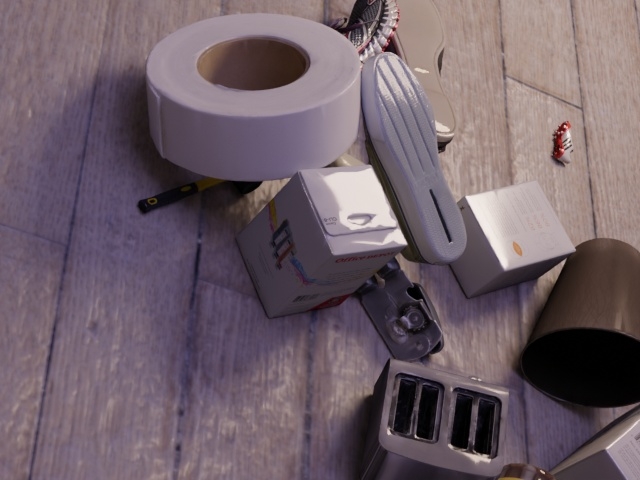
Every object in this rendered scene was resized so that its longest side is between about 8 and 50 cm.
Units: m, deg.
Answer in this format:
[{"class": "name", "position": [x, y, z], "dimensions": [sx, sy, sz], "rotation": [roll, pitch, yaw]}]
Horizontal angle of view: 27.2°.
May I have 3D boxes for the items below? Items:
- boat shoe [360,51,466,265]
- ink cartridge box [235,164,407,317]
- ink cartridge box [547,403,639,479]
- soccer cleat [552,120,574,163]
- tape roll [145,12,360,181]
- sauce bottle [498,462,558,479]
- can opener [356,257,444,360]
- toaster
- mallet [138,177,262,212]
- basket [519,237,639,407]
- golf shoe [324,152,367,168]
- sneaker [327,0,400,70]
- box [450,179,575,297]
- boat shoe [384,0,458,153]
[{"class": "boat shoe", "position": [0.106, -0.104, 1.810], "dimensions": [0.109, 0.094, 0.302], "rotation": [-22, 97, -41]}, {"class": "ink cartridge box", "position": [0.000, 0.000, 1.722], "dimensions": [0.128, 0.176, 0.127], "rotation": [-7, 66, -39]}, {"class": "ink cartridge box", "position": [0.441, 0.334, 1.816], "dimensions": [0.232, 0.168, 0.171], "rotation": [-26, 78, -43]}, {"class": "soccer cleat", "position": [0.412, -0.165, 2.231], "dimensions": [0.035, 0.029, 0.083], "rotation": [34, 50, -24]}, {"class": "tape roll", "position": [-0.089, -0.193, 1.745], "dimensions": [0.286, 0.100, 0.286], "rotation": [0, 37, 0]}, {"class": "sauce bottle", "position": [0.203, 0.424, 1.628], "dimensions": [0.111, 0.111, 0.344], "rotation": [43, 45, -4]}, {"class": "can opener", "position": [0.078, 0.040, 1.842], "dimensions": [0.283, 0.076, 0.095], "rotation": [59, 15, 13]}, {"class": "toaster", "position": [0.141, 0.250, 1.672], "dimensions": [0.168, 0.110, 0.186], "rotation": [14, 49, -2]}, {"class": "mallet", "position": [-0.155, -0.065, 1.758], "dimensions": [0.189, 0.039, 0.062], "rotation": [-32, 79, -40]}, {"class": "basket", "position": [0.413, 0.113, 1.955], "dimensions": [0.204, 0.154, 0.227], "rotation": [2, 38, 18]}, {"class": "golf shoe", "position": [0.089, -0.080, 1.904], "dimensions": [0.176, 0.086, 0.069], "rotation": [37, 48, -7]}, {"class": "sneaker", "position": [0.029, -0.281, 1.972], "dimensions": [0.112, 0.121, 0.299], "rotation": [34, 48, -8]}, {"class": "box", "position": [0.272, -0.004, 1.977], "dimensions": [0.170, 0.091, 0.130], "rotation": [-12, 69, -40]}, {"class": "boat shoe", "position": [0.137, -0.259, 2.068], "dimensions": [0.112, 0.095, 0.335], "rotation": [15, 48, -25]}]
